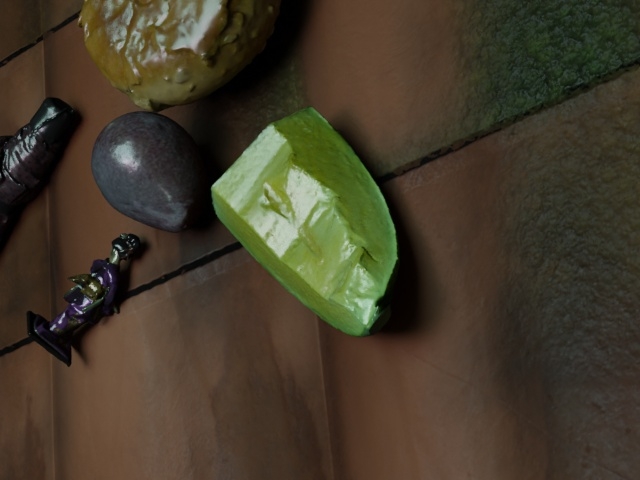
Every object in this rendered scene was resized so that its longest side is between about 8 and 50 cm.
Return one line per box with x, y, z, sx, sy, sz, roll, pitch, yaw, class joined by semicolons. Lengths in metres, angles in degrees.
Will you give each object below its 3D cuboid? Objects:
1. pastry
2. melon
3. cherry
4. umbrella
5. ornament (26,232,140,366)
-0.171;-0.323;1.924;0.284;0.184;0.315;31;97;32;pastry
0.000;0.000;1.711;0.196;0.124;0.323;-51;55;19;melon
-0.224;-0.093;1.916;0.176;0.176;0.140;17;61;44;cherry
-0.482;-0.084;2.194;0.090;0.094;0.326;44;108;26;umbrella
-0.323;0.069;2.021;0.203;0.088;0.081;-51;24;2;ornament
